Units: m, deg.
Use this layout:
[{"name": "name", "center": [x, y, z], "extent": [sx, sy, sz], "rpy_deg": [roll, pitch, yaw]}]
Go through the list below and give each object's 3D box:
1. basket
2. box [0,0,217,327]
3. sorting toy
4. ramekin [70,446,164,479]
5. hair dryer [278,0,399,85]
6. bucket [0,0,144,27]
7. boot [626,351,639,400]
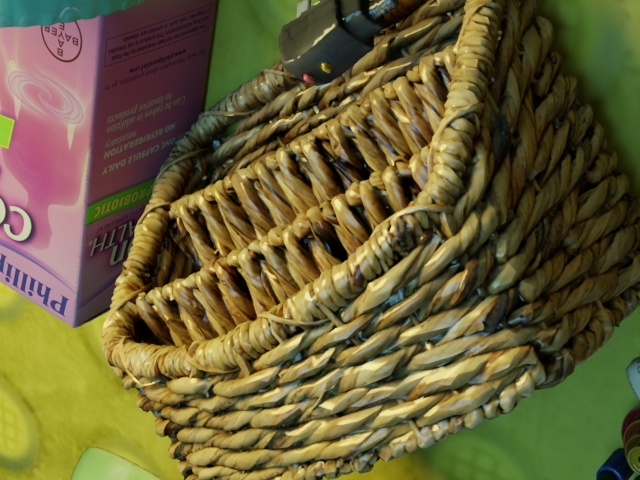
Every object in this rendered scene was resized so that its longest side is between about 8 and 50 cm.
[{"name": "basket", "center": [0.000, 0.000, 0.747], "extent": [0.299, 0.213, 0.223], "rpy_deg": [-25, 95, 42]}, {"name": "box", "center": [-0.200, -0.103, 0.919], "extent": [0.213, 0.117, 0.243], "rpy_deg": [28, 126, 25]}, {"name": "sorting toy", "center": [0.193, 0.145, 0.781], "extent": [0.061, 0.042, 0.102], "rpy_deg": [7, 115, 36]}, {"name": "ramekin", "center": [-0.080, 0.288, 0.895], "extent": [0.303, 0.148, 0.303], "rpy_deg": [32, 162, 12]}, {"name": "hair dryer", "center": [0.040, -0.226, 0.654], "extent": [0.293, 0.080, 0.224], "rpy_deg": [-25, 76, 44]}, {"name": "bucket", "center": [-0.189, -0.250, 0.743], "extent": [0.281, 0.281, 0.183], "rpy_deg": [25, 126, 27]}, {"name": "boot", "center": [0.206, 0.037, 0.646], "extent": [0.213, 0.077, 0.165], "rpy_deg": [27, 141, -23]}]
